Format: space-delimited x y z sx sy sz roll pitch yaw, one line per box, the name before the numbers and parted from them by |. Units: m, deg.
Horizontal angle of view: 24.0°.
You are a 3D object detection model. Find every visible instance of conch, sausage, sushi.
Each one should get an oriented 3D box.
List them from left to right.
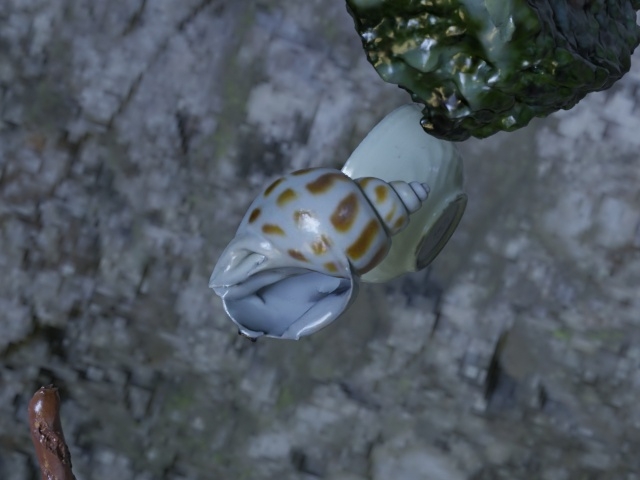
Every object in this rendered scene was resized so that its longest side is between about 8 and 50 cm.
sausage | -0.280 0.224 1.587 0.042 0.036 0.158 -61 -32 -59
conch | 0.000 0.000 1.826 0.183 0.275 0.149 63 -157 -13
sushi | 0.126 -0.260 1.223 0.352 0.178 0.294 56 -140 -27

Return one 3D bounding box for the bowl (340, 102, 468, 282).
bowl | 0.119 -0.048 2.190 0.277 0.145 0.277 -47 -19 -22
